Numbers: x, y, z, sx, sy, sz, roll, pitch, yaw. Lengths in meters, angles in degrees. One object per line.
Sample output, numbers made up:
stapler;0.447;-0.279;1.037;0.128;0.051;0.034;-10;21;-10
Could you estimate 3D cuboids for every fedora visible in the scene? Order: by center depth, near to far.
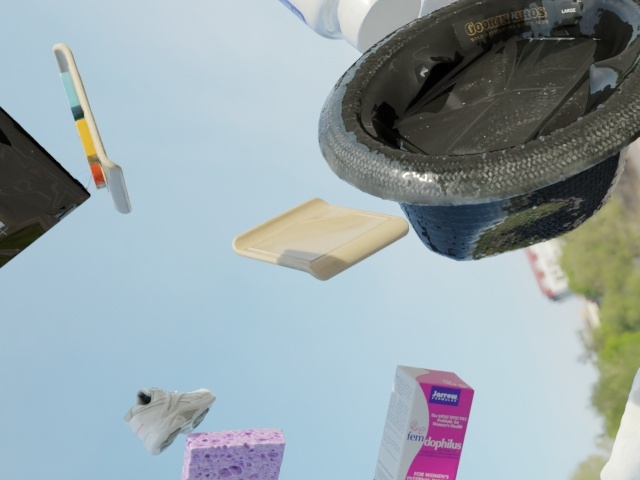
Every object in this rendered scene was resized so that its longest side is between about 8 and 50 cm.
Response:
fedora;0.168;-0.090;1.047;0.334;0.334;0.153;-95;-11;-53

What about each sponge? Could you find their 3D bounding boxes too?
sponge;-0.116;0.319;1.474;0.031;0.117;0.210;-116;30;-53

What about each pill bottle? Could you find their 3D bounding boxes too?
pill bottle;0.010;-0.372;1.659;0.272;0.152;0.152;45;-179;29

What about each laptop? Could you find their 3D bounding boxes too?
laptop;-0.552;-0.042;1.766;0.236;0.382;0.408;52;-179;41

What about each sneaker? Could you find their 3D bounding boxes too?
sneaker;-0.275;0.300;2.193;0.115;0.090;0.232;39;-161;11

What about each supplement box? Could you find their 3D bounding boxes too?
supplement box;0.175;0.336;2.061;0.114;0.111;0.220;-145;64;-74

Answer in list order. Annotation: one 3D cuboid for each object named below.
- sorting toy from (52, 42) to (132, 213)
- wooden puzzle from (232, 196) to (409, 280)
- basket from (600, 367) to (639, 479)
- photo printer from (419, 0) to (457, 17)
sorting toy;-0.329;-0.152;1.709;0.193;0.038;0.208;102;144;-71
wooden puzzle;0.000;0.000;2.074;0.238;0.221;0.044;18;127;46
basket;0.460;0.079;1.060;0.328;0.266;0.331;-53;-15;-43
photo printer;0.324;-0.275;1.879;0.256;0.307;0.107;68;-144;-53
